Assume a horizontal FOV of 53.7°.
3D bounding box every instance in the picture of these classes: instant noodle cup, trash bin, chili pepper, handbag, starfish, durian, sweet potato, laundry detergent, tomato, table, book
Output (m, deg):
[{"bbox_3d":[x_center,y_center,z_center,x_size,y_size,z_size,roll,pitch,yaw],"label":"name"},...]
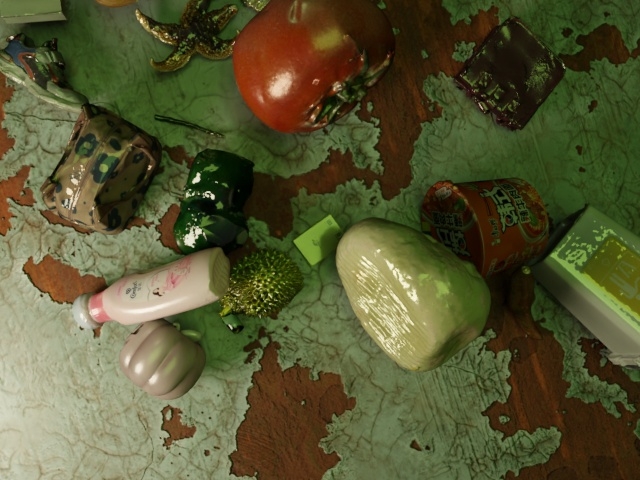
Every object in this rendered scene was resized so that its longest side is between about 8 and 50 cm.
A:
[{"bbox_3d":[0.372,-0.031,1.427,0.192,0.250,0.250,-14,92,-18],"label":"instant noodle cup"},{"bbox_3d":[0.684,0.110,1.479,0.368,0.296,0.256,40,85,7],"label":"trash bin"},{"bbox_3d":[-0.229,-0.067,1.374,0.148,0.116,0.264,19,90,-33],"label":"chili pepper"},{"bbox_3d":[0.454,-0.395,1.520,0.203,0.074,0.216,38,85,-7],"label":"handbag"},{"bbox_3d":[-0.293,-0.462,1.404,0.216,0.071,0.238,32,74,-2],"label":"starfish"},{"bbox_3d":[-0.452,-0.143,1.304,0.190,0.193,0.251,25,85,-4],"label":"handbag"},{"bbox_3d":[-0.132,0.097,1.378,0.198,0.159,0.146,-32,81,24],"label":"durian"},{"bbox_3d":[0.478,0.139,1.491,0.058,0.078,0.255,-44,133,-27],"label":"sweet potato"},{"bbox_3d":[-0.355,0.108,1.316,0.335,0.159,0.087,-16,120,14],"label":"laundry detergent"},{"bbox_3d":[-0.023,-0.391,1.318,0.341,0.341,0.272,-35,81,-8],"label":"tomato"},{"bbox_3d":[-0.605,-0.571,1.325,0.122,0.111,0.240,-7,90,-10],"label":"table"},{"bbox_3d":[0.000,0.000,1.468,0.111,0.014,0.077,-36,93,-9],"label":"book"}]

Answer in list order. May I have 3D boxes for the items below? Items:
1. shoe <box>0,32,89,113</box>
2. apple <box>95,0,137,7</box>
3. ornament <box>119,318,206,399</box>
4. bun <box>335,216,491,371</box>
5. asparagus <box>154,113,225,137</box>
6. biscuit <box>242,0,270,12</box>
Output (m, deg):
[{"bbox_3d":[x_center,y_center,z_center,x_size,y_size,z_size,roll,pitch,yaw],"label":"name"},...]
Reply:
[{"bbox_3d":[-0.571,-0.360,1.334,0.228,0.099,0.125,32,87,-4],"label":"shoe"},{"bbox_3d":[-0.433,-0.596,1.304,0.188,0.211,0.211,-41,96,-9],"label":"apple"},{"bbox_3d":[-0.327,0.240,1.333,0.178,0.177,0.177,0,89,-9],"label":"ornament"},{"bbox_3d":[0.199,0.100,1.341,0.213,0.361,0.361,-30,94,-27],"label":"bun"},{"bbox_3d":[-0.293,-0.257,1.423,0.163,0.016,0.016,16,60,-9],"label":"asparagus"},{"bbox_3d":[-0.150,-0.632,1.443,0.133,0.032,0.249,-1,90,-8],"label":"biscuit"}]
